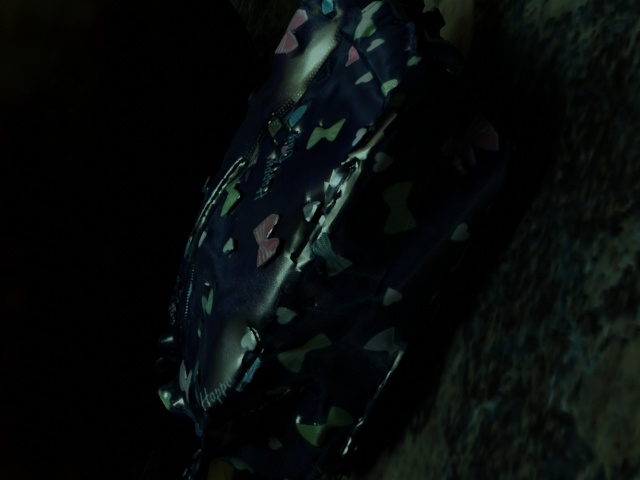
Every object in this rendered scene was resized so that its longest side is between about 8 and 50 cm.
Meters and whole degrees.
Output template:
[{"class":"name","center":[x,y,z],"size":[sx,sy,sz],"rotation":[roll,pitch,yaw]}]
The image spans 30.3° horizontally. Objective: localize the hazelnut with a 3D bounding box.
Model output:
[{"class":"hazelnut","center":[-0.204,-0.017,0.754],"size":[0.421,0.353,0.421],"rotation":[-40,-6,-5]}]

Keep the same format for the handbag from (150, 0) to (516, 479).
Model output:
[{"class":"handbag","center":[0.000,0.000,0.595],"size":[0.260,0.113,0.162],"rotation":[-65,29,22]}]

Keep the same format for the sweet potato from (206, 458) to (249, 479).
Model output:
[{"class":"sweet potato","center":[-0.056,0.204,0.685],"size":[0.050,0.050,0.214],"rotation":[-54,27,42]}]
